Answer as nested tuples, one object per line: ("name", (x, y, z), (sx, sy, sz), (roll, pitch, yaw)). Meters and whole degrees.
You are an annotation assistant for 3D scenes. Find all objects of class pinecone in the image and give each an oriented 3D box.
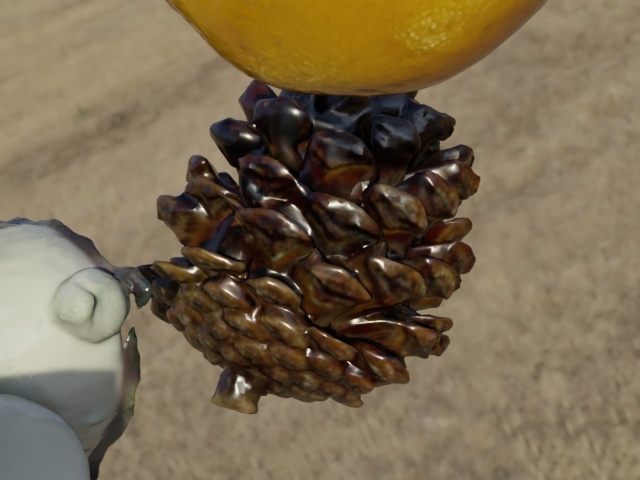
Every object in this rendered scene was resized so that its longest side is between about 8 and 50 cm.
("pinecone", (0.000, 0.000, 1.145), (0.224, 0.224, 0.272), (5, 58, 54))

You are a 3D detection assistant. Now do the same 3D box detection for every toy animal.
("toy animal", (-0.230, 0.077, 0.965), (0.174, 0.249, 0.289), (-36, 5, 42))

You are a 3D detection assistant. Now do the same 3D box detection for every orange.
("orange", (0.008, -0.123, 0.512), (0.159, 0.159, 0.136), (-13, -16, 27))
